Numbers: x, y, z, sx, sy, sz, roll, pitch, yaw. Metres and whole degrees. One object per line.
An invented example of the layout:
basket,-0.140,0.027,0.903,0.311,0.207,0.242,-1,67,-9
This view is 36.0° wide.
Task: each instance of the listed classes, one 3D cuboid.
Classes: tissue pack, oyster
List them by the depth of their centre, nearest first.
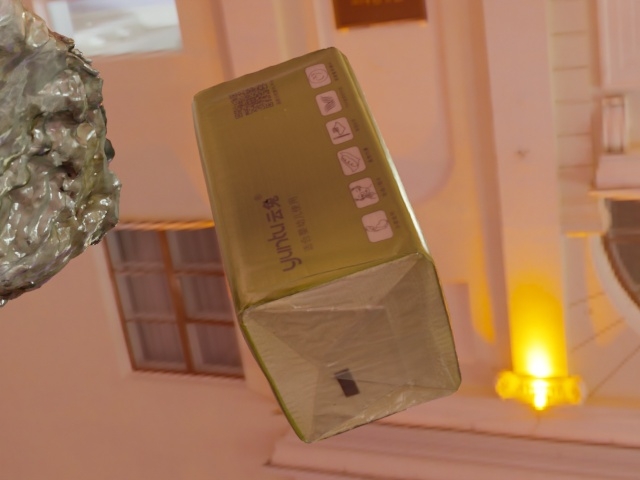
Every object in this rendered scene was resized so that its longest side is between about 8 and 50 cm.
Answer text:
oyster,-0.220,-0.053,0.613,0.198,0.267,0.112,-27,-122,-2
tissue pack,0.000,0.000,0.873,0.167,0.200,0.274,-19,-134,2
